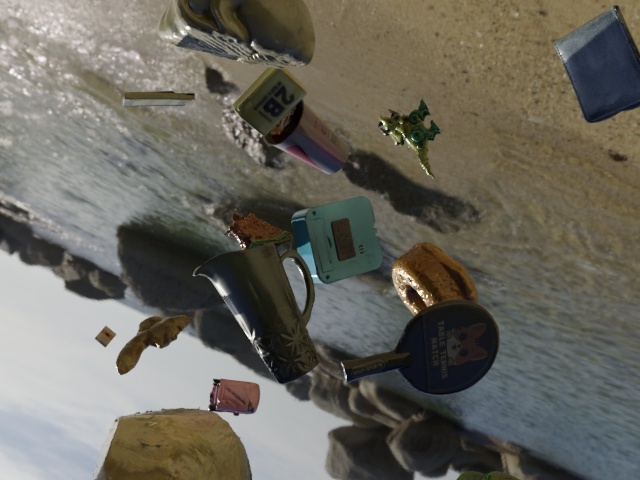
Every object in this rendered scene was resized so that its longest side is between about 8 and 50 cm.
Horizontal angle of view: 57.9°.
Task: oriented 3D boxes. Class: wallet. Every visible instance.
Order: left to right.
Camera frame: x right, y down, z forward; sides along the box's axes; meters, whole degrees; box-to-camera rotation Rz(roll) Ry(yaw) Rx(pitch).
[{"bbox_3d":[0.634,-0.385,1.294,0.167,0.036,0.222,-26,88,59],"label":"wallet"}]

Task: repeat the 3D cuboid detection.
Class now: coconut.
[{"bbox_3d":[-0.331,0.591,1.352,0.405,0.404,0.404,23,166,6],"label":"coconut"}]

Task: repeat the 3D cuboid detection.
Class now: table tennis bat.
[{"bbox_3d":[0.145,0.162,0.826,0.236,0.150,0.027,-10,-162,-9],"label":"table tennis bat"}]

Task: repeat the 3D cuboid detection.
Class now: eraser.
[{"bbox_3d":[-0.133,-0.373,1.531,0.117,0.172,0.058,36,-160,-37],"label":"eraser"}]

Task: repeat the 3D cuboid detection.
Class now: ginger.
[{"bbox_3d":[-0.426,0.253,1.455,0.133,0.214,0.059,2,123,23],"label":"ginger"}]

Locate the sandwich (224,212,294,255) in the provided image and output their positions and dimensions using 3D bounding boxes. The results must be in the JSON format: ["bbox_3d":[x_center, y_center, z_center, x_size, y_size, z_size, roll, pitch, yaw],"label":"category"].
[{"bbox_3d":[-0.190,-0.005,1.748,0.185,0.109,0.160,-16,-119,-50],"label":"sandwich"}]

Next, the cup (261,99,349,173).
[{"bbox_3d":[-0.040,-0.352,2.027,0.203,0.203,0.288,10,166,46],"label":"cup"}]

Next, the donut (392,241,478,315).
[{"bbox_3d":[0.264,0.113,1.343,0.226,0.114,0.226,52,166,18],"label":"donut"}]

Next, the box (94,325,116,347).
[{"bbox_3d":[-0.682,0.304,1.836,0.046,0.012,0.083,43,-168,-10],"label":"box"}]

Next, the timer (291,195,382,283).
[{"bbox_3d":[0.056,-0.002,1.746,0.250,0.231,0.091,-13,-177,-28],"label":"timer"}]

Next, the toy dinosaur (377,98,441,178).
[{"bbox_3d":[0.295,-0.309,1.738,0.259,0.153,0.094,55,-167,12],"label":"toy dinosaur"}]

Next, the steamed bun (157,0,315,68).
[{"bbox_3d":[-0.168,-0.505,1.250,0.310,0.219,0.324,7,-169,-29],"label":"steamed bun"}]

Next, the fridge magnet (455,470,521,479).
[{"bbox_3d":[0.275,0.411,0.814,0.208,0.088,0.208,29,-161,-11],"label":"fridge magnet"}]

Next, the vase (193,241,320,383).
[{"bbox_3d":[-0.103,0.146,1.243,0.156,0.251,0.300,-27,90,55],"label":"vase"}]

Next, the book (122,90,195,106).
[{"bbox_3d":[-0.400,-0.346,1.412,0.157,0.026,0.231,-4,-170,-19],"label":"book"}]

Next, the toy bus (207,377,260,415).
[{"bbox_3d":[-0.165,0.298,1.094,0.090,0.063,0.203,10,162,-10],"label":"toy bus"}]
